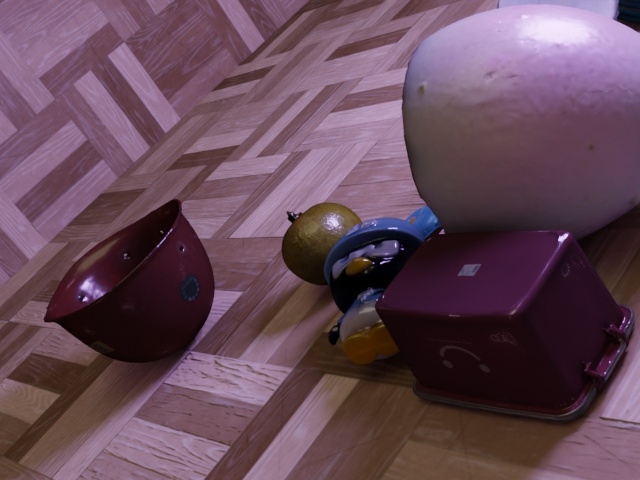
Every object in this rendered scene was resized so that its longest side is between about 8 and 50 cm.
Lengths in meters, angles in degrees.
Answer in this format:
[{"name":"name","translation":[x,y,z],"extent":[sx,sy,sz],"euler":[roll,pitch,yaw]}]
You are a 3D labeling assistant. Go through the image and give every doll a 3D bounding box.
[{"name":"doll","translation":[0.087,0.062,1.429],"extent":[0.177,0.141,0.314],"euler":[-23,30,18]}]

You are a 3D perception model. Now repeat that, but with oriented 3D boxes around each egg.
[{"name":"egg","translation":[0.337,-0.167,1.273],"extent":[0.339,0.355,0.354],"euler":[-10,34,36]}]

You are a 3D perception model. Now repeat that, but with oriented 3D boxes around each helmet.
[{"name":"helmet","translation":[-0.344,0.113,1.782],"extent":[0.337,0.230,0.385],"euler":[-50,20,-27]}]

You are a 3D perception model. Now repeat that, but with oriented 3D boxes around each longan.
[{"name":"longan","translation":[0.000,0.000,1.626],"extent":[0.154,0.176,0.145],"euler":[-11,-51,-58]}]

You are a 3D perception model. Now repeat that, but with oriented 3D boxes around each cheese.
[{"name":"cheese","translation":[0.194,-0.031,1.522],"extent":[0.106,0.037,0.256],"euler":[-57,15,-24]}]

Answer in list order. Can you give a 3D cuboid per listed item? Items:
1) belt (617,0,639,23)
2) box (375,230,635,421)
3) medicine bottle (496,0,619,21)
[{"name":"belt","translation":[0.636,-0.558,1.650],"extent":[0.173,0.300,0.436],"euler":[-44,24,-17]},{"name":"box","translation":[0.223,0.096,1.158],"extent":[0.294,0.167,0.193],"euler":[-2,39,51]},{"name":"medicine bottle","translation":[0.398,-0.362,1.585],"extent":[0.190,0.190,0.332],"euler":[-32,-6,7]}]
